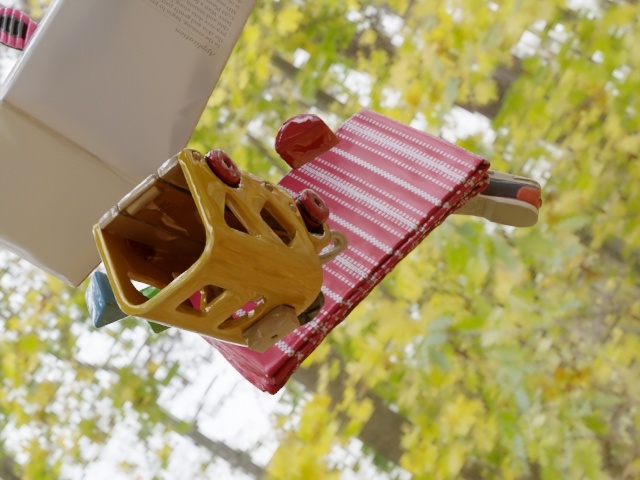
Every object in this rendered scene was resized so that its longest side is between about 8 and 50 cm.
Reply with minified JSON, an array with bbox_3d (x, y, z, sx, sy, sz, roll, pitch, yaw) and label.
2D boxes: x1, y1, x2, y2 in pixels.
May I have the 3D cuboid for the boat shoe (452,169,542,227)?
[{"bbox_3d":[0.138,-0.050,1.227,0.049,0.137,0.043,105,178,-56],"label":"boat shoe"}]

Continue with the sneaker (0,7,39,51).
[{"bbox_3d":[-0.332,-0.229,1.535,0.057,0.119,0.047,139,149,-69],"label":"sneaker"}]

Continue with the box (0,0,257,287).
[{"bbox_3d":[-0.207,-0.163,1.309,0.215,0.168,0.345,-38,24,50],"label":"box"}]

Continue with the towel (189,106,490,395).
[{"bbox_3d":[0.000,0.000,1.175,0.275,0.199,0.031,-44,-52,-13],"label":"towel"}]

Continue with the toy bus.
[{"bbox_3d":[-0.051,0.021,0.894,0.202,0.104,0.191,-14,-32,-15],"label":"toy bus"}]
